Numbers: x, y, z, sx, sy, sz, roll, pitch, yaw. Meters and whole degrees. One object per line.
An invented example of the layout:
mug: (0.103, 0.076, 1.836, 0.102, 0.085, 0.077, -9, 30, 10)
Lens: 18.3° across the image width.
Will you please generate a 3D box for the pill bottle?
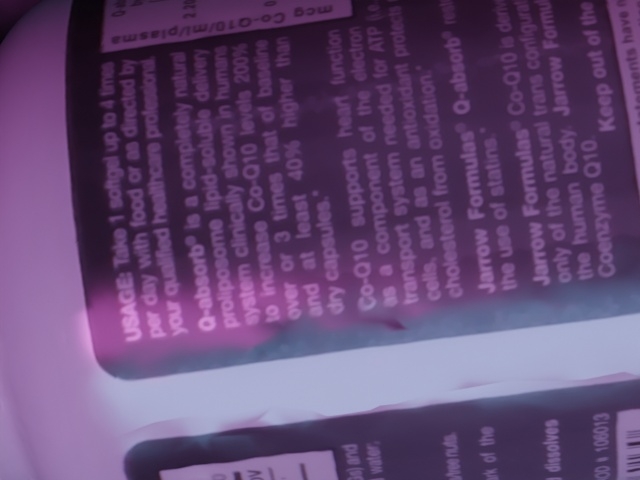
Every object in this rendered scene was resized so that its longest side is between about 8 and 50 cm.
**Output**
pill bottle: (0.000, 0.000, 0.545, 0.278, 0.162, 0.162, -7, 140, 3)
